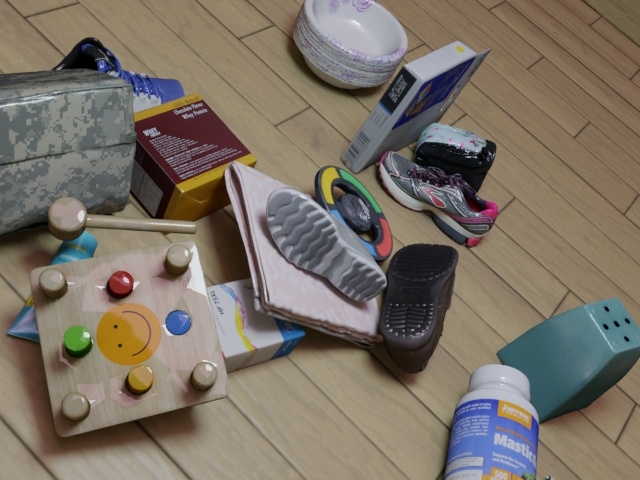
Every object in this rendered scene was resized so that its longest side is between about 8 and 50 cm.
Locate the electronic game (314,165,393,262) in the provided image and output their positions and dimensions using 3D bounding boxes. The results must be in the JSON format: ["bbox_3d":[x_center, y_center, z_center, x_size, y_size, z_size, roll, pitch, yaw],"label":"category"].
[{"bbox_3d":[0.070,-0.056,1.514,0.229,0.048,0.229,38,31,-28],"label":"electronic game"}]

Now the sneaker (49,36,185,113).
[{"bbox_3d":[-0.395,-0.290,1.425,0.315,0.182,0.128,-14,63,-36],"label":"sneaker"}]

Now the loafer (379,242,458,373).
[{"bbox_3d":[0.190,0.126,1.467,0.133,0.130,0.366,6,32,20],"label":"loafer"}]

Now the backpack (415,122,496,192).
[{"bbox_3d":[0.317,-0.203,1.784,0.181,0.152,0.115,18,41,2],"label":"backpack"}]

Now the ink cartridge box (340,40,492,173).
[{"bbox_3d":[0.218,-0.314,1.695,0.072,0.304,0.307,45,46,10],"label":"ink cartridge box"}]

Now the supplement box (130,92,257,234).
[{"bbox_3d":[-0.266,-0.152,1.418,0.194,0.129,0.191,48,47,13],"label":"supplement box"}]

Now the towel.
[{"bbox_3d":[-0.026,0.030,1.377,0.331,0.053,0.317,24,40,-45],"label":"towel"}]

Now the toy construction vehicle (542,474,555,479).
[{"bbox_3d":[0.433,0.480,1.355,0.086,0.035,0.098,38,47,-11],"label":"toy construction vehicle"}]

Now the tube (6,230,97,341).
[{"bbox_3d":[-0.427,0.076,1.207,0.080,0.052,0.207,15,53,-2],"label":"tube"}]

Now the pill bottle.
[{"bbox_3d":[0.304,0.358,1.296,0.152,0.152,0.272,27,47,-7],"label":"pill bottle"}]

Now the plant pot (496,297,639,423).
[{"bbox_3d":[0.508,0.221,1.462,0.165,0.234,0.166,-7,57,-33],"label":"plant pot"}]

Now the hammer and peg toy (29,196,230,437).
[{"bbox_3d":[-0.291,0.088,1.118,0.265,0.127,0.362,-10,75,-17],"label":"hammer and peg toy"}]

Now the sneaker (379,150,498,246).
[{"bbox_3d":[0.270,-0.118,1.696,0.299,0.112,0.121,33,45,1],"label":"sneaker"}]

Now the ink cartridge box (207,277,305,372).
[{"bbox_3d":[-0.160,0.149,1.265,0.231,0.078,0.134,-12,62,-35],"label":"ink cartridge box"}]

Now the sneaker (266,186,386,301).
[{"bbox_3d":[0.000,0.000,1.319,0.281,0.105,0.115,45,14,-31],"label":"sneaker"}]

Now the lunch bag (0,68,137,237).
[{"bbox_3d":[-0.468,-0.138,1.220,0.305,0.256,0.212,-18,28,-40],"label":"lunch bag"}]

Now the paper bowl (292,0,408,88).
[{"bbox_3d":[0.066,-0.497,1.869,0.284,0.148,0.284,14,49,-17],"label":"paper bowl"}]
